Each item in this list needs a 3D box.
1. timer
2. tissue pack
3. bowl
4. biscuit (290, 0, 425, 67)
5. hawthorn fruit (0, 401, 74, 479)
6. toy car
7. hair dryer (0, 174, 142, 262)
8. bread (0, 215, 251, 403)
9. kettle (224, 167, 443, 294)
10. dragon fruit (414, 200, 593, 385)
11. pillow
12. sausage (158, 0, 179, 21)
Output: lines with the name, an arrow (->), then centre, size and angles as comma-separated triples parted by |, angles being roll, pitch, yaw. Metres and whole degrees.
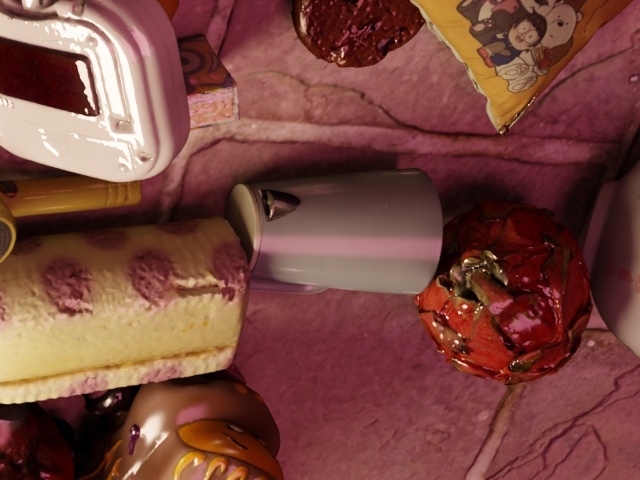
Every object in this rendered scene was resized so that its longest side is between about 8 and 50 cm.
timer -> -0.263, -0.175, 1.656 | 0.087, 0.262, 0.237 | -53, 147, -39
tissue pack -> -0.176, -0.168, 1.802 | 0.148, 0.108, 0.060 | -14, 131, -19
bowl -> 0.445, 0.005, 2.220 | 0.157, 0.345, 0.345 | 16, 126, 13
biscuit -> 0.052, -0.288, 1.883 | 0.192, 0.049, 0.192 | -19, 129, -25
hawthorn fruit -> -0.439, 0.285, 1.939 | 0.266, 0.230, 0.210 | -15, 177, 23
toy car -> -0.198, 0.311, 2.052 | 0.340, 0.240, 0.271 | -48, 129, 9
hair dryer -> -0.317, -0.042, 1.814 | 0.279, 0.135, 0.090 | -7, 126, -38
bread -> -0.259, 0.077, 1.910 | 0.338, 0.155, 0.187 | -8, 137, -27
kettle -> 0.000, 0.000, 2.028 | 0.243, 0.160, 0.210 | 0, 152, -21
dragon fruit -> 0.242, 0.066, 2.113 | 0.244, 0.244, 0.299 | -42, 171, 5
pillow -> 0.256, -0.318, 1.917 | 0.312, 0.119, 0.310 | -47, 132, -4
sausage -> -0.196, -0.369, 1.632 | 0.134, 0.116, 0.354 | -5, 124, -18
